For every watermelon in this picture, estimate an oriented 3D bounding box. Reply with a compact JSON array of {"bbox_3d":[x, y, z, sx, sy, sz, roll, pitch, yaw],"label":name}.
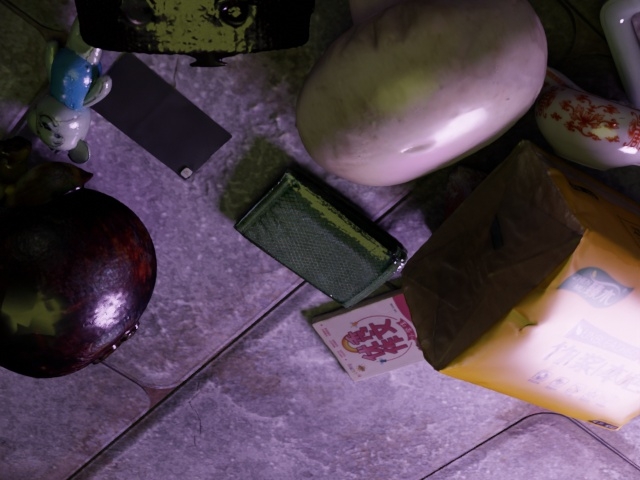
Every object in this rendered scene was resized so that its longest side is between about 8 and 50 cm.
[{"bbox_3d":[0.228,-0.047,1.293,0.187,0.071,0.139,-30,116,26],"label":"watermelon"}]

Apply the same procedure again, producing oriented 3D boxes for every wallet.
[{"bbox_3d":[0.000,-0.002,1.358,0.236,0.055,0.160,37,126,-14],"label":"wallet"}]

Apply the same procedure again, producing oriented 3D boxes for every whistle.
[{"bbox_3d":[-0.342,-0.213,1.212,0.114,0.077,0.236,35,125,9],"label":"whistle"}]

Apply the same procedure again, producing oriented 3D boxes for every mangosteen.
[{"bbox_3d":[-0.396,0.044,1.281,0.330,0.330,0.330,3,128,3],"label":"mangosteen"}]

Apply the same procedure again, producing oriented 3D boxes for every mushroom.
[{"bbox_3d":[0.128,-0.213,1.034,0.315,0.315,0.356,16,121,-7],"label":"mushroom"}]

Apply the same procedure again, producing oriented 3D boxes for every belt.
[{"bbox_3d":[-0.151,-0.289,1.060,0.289,0.184,0.164,3,119,5],"label":"belt"}]

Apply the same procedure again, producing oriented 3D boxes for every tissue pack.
[{"bbox_3d":[0.353,0.078,1.222,0.382,0.228,0.293,23,125,-30],"label":"tissue pack"}]

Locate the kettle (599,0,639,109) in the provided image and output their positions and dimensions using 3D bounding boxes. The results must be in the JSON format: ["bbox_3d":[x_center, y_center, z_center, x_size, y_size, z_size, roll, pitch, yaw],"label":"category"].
[{"bbox_3d":[0.529,-0.212,1.076,0.205,0.265,0.318,-39,121,-6],"label":"kettle"}]

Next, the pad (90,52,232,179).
[{"bbox_3d":[-0.235,-0.176,1.275,0.193,0.004,0.116,39,121,-22],"label":"pad"}]

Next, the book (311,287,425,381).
[{"bbox_3d":[0.123,0.154,1.487,0.232,0.022,0.162,-21,123,19],"label":"book"}]

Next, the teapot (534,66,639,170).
[{"bbox_3d":[0.364,-0.145,1.124,0.245,0.159,0.116,21,94,21],"label":"teapot"}]
